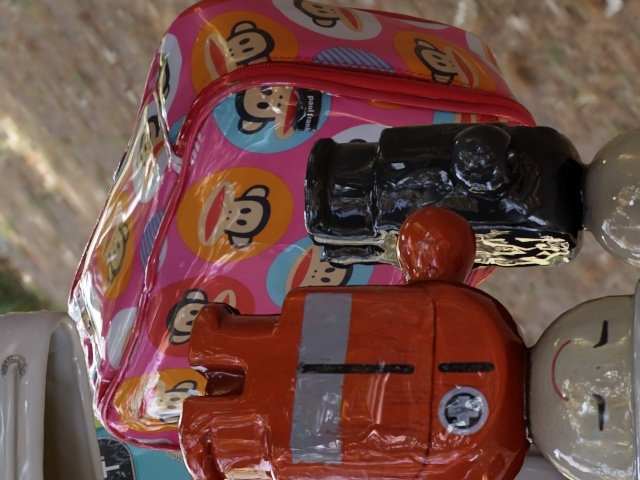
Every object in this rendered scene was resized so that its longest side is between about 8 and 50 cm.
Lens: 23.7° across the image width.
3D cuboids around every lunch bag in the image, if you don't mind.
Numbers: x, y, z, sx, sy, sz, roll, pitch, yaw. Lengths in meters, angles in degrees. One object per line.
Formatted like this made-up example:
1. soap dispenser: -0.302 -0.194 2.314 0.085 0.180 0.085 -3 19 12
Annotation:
1. lunch bag: 0.000 0.000 0.934 0.293 0.258 0.120 -66 32 34

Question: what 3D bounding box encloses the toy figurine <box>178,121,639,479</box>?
1. toy figurine: 0.063 0.073 0.467 0.148 0.213 0.210 -1 111 15

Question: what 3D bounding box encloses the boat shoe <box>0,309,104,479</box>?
1. boat shoe: -0.111 0.208 0.748 0.136 0.156 0.367 46 -151 -74

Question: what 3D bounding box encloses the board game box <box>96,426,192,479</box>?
1. board game box: -0.022 0.239 1.110 0.079 0.336 0.254 72 -174 -78
